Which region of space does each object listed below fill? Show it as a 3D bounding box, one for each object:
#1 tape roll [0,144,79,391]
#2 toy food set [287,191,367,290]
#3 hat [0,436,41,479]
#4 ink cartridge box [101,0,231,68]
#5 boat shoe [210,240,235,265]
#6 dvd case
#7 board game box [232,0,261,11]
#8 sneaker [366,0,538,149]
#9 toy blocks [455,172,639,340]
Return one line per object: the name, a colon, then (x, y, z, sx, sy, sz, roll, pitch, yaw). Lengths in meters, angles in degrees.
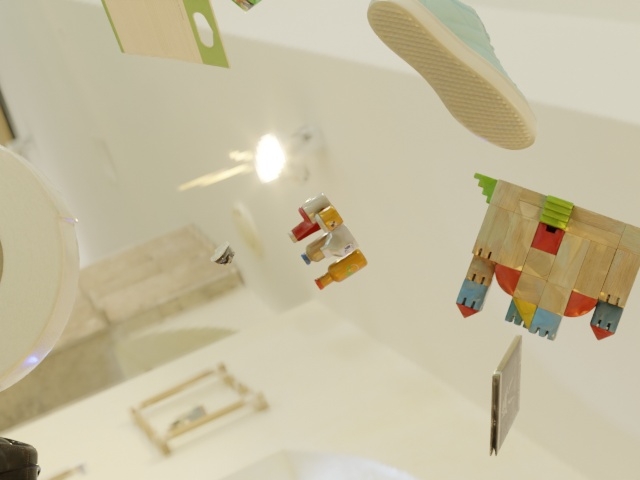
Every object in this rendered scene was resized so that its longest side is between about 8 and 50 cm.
tape roll: (-0.534, 0.039, 1.811, 0.392, 0.392, 0.072, 63, 5, 11)
toy food set: (0.000, 0.000, 2.324, 0.111, 0.105, 0.232, 56, 0, 24)
hat: (-0.544, 0.367, 2.010, 0.331, 0.331, 0.133, 144, -55, -72)
ink cartridge box: (-0.267, -0.393, 2.235, 0.235, 0.056, 0.171, 10, -39, 23)
boat shoe: (-0.197, 0.032, 2.614, 0.038, 0.046, 0.125, 52, 2, -7)
dvd case: (0.358, 0.296, 2.463, 0.221, 0.018, 0.164, -41, 133, -64)
board game box: (-0.002, -0.477, 1.796, 0.046, 0.317, 0.213, 38, -16, -15)
sneaker: (0.247, -0.311, 2.108, 0.366, 0.150, 0.135, 44, -31, -19)
toy blocks: (0.416, 0.061, 2.306, 0.382, 0.260, 0.191, 20, 2, 12)
